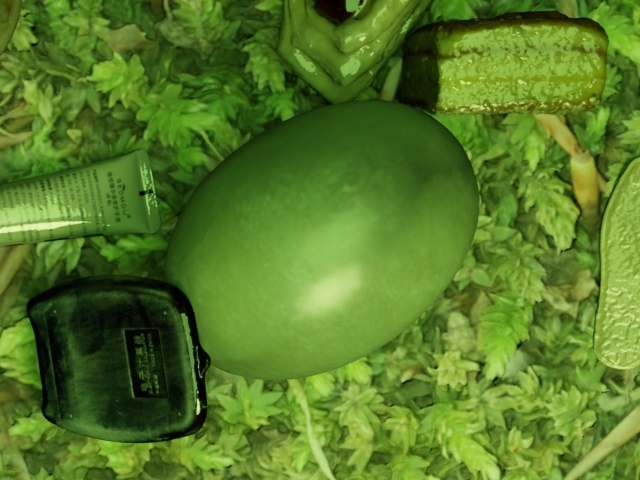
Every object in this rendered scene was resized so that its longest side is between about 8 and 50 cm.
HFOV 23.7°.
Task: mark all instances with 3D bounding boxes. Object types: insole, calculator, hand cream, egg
[{"bbox_3d":[0.357,0.025,1.747,0.081,0.011,0.248,8,94,9],"label":"insole"},{"bbox_3d":[-0.210,0.123,1.577,0.040,0.268,0.177,-14,97,-51],"label":"calculator"},{"bbox_3d":[-0.312,-0.031,1.638,0.276,0.059,0.095,-10,94,-13],"label":"hand cream"},{"bbox_3d":[0.000,0.000,1.581,0.352,0.258,0.258,-36,98,-6],"label":"egg"}]

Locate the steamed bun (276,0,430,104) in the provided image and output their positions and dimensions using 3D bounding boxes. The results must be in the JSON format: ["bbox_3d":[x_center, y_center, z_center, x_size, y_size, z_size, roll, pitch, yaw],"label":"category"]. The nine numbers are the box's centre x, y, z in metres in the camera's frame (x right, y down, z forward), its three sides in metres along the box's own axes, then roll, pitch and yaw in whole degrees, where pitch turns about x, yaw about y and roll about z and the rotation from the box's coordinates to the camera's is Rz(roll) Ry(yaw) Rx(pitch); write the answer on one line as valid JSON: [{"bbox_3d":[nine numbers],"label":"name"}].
[{"bbox_3d":[0.049,-0.378,1.607,0.247,0.189,0.428,31,89,-2],"label":"steamed bun"}]

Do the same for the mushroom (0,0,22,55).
[{"bbox_3d":[-0.417,-0.254,1.544,0.226,0.178,0.226,-2,104,-9],"label":"mushroom"}]

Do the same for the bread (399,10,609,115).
[{"bbox_3d":[0.190,-0.188,1.610,0.184,0.234,0.111,-1,97,-7],"label":"bread"}]
